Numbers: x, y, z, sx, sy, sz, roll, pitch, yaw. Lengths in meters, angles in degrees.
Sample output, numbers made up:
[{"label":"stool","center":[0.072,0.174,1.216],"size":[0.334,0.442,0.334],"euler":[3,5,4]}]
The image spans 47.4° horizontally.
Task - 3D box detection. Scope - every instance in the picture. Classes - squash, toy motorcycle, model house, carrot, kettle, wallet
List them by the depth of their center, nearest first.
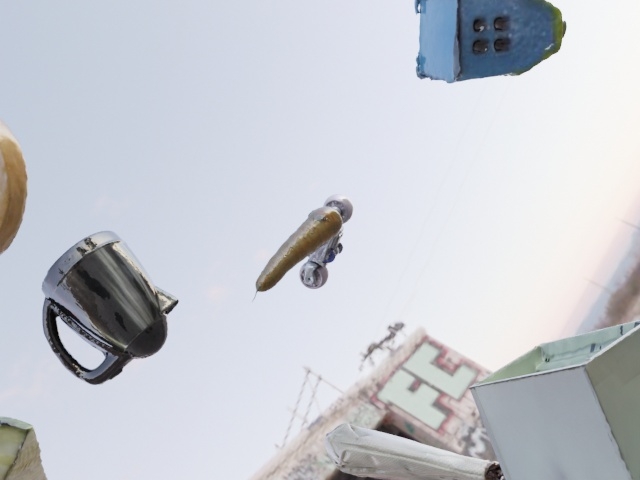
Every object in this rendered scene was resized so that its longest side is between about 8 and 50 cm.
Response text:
[{"label":"squash","center":[-0.428,0.301,0.999],"size":[0.289,0.111,0.203],"euler":[65,-132,-88]},{"label":"wallet","center":[0.147,0.328,1.034],"size":[0.335,0.274,0.068],"euler":[54,-130,-63]},{"label":"carrot","center":[-0.057,0.028,1.562],"size":[0.298,0.078,0.078],"euler":[-45,-28,-33]},{"label":"kettle","center":[-0.454,0.151,1.579],"size":[0.250,0.271,0.207],"euler":[-37,-13,-41]},{"label":"model house","center":[0.384,-0.470,1.658],"size":[0.303,0.237,0.216],"euler":[-4,-74,-15]},{"label":"toy motorcycle","center":[0.000,0.000,1.741],"size":[0.112,0.112,0.254],"euler":[-22,-43,-55]}]

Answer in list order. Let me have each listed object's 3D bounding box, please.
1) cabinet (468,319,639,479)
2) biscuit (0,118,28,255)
[{"label":"cabinet","center":[0.276,0.202,0.709],"size":[0.150,0.206,0.145],"euler":[-18,-6,-38]},{"label":"biscuit","center":[-0.518,-0.048,0.925],"size":[0.052,0.354,0.275],"euler":[-8,-93,-66]}]
